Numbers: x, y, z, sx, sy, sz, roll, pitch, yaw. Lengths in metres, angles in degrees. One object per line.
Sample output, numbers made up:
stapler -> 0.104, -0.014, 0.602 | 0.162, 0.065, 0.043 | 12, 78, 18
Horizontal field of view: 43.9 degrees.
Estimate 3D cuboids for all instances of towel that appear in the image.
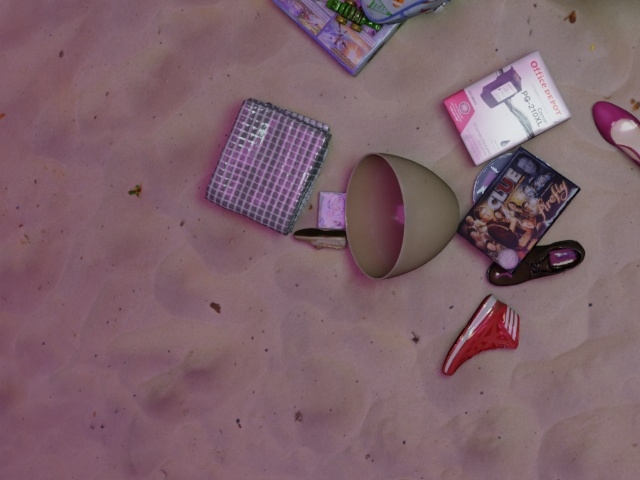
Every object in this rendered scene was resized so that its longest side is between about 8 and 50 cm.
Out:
towel -> -0.124, -0.183, 1.909 | 0.235, 0.121, 0.283 | 24, 98, 8

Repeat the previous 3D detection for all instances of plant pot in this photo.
plant pot -> 0.201, -0.058, 1.804 | 0.191, 0.284, 0.283 | -4, 94, -25

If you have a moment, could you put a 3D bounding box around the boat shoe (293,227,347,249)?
boat shoe -> 0.000, 0.000, 1.934 | 0.136, 0.050, 0.045 | 5, 119, 17

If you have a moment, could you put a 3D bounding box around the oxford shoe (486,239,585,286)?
oxford shoe -> 0.491, 0.051, 1.819 | 0.227, 0.096, 0.082 | -20, 92, 14

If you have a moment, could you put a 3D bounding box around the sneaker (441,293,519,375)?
sneaker -> 0.387, 0.247, 1.859 | 0.128, 0.087, 0.221 | 33, 101, 8

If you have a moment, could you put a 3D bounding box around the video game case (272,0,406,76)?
video game case -> 0.065, -0.567, 1.872 | 0.269, 0.061, 0.244 | 44, 100, 5

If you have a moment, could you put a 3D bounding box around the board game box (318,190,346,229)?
board game box -> 0.041, -0.073, 1.935 | 0.090, 0.020, 0.090 | 4, 95, 10

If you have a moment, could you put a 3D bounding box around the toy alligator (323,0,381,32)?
toy alligator -> 0.051, -0.530, 1.819 | 0.190, 0.051, 0.056 | 30, 99, 8

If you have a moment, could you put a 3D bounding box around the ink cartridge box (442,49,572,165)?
ink cartridge box -> 0.422, -0.297, 1.802 | 0.237, 0.100, 0.171 | -27, 89, 12

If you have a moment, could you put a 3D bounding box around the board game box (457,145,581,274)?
board game box -> 0.442, -0.068, 1.793 | 0.165, 0.042, 0.243 | 39, 99, 19

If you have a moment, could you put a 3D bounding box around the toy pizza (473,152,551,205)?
toy pizza -> 0.456, -0.103, 1.845 | 0.201, 0.032, 0.201 | 1, 94, 10

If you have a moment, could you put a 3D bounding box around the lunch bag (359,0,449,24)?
lunch bag -> 0.180, -0.630, 1.732 | 0.243, 0.115, 0.303 | -19, 92, 29

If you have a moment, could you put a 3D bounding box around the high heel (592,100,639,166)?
high heel -> 0.694, -0.216, 1.746 | 0.082, 0.117, 0.244 | -37, 87, 12
